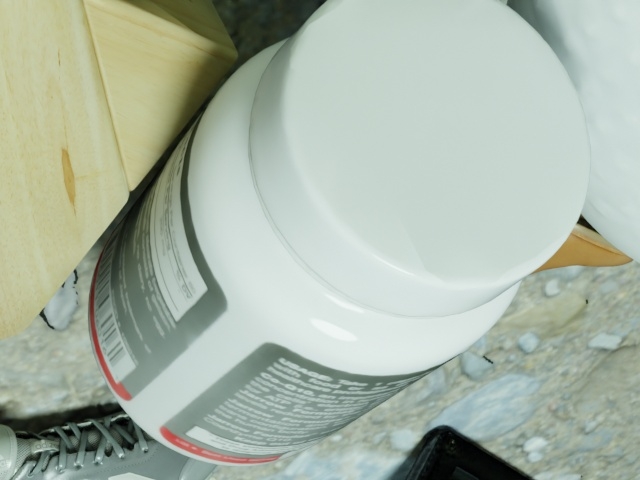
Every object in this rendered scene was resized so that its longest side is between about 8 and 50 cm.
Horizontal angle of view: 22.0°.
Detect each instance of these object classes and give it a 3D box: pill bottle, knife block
[{"bbox_3d":[0.000,0.000,0.771,0.161,0.161,0.283,-5,163,-24],"label":"pill bottle"},{"bbox_3d":[-0.172,-0.096,0.717,0.242,0.088,0.276,20,121,-40],"label":"knife block"}]

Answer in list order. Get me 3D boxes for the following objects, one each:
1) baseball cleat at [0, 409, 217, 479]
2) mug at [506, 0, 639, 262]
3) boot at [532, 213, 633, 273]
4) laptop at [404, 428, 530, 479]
[{"bbox_3d":[-0.149,0.134,0.980,0.206,0.072,0.109,-31,133,-1],"label":"baseball cleat"},{"bbox_3d":[0.171,-0.150,0.742,0.374,0.276,0.328,10,138,4],"label":"mug"},{"bbox_3d":[0.087,0.020,0.990,0.197,0.073,0.152,13,125,-22],"label":"boot"},{"bbox_3d":[0.023,0.350,1.334,0.382,0.236,0.408,35,82,-46],"label":"laptop"}]
